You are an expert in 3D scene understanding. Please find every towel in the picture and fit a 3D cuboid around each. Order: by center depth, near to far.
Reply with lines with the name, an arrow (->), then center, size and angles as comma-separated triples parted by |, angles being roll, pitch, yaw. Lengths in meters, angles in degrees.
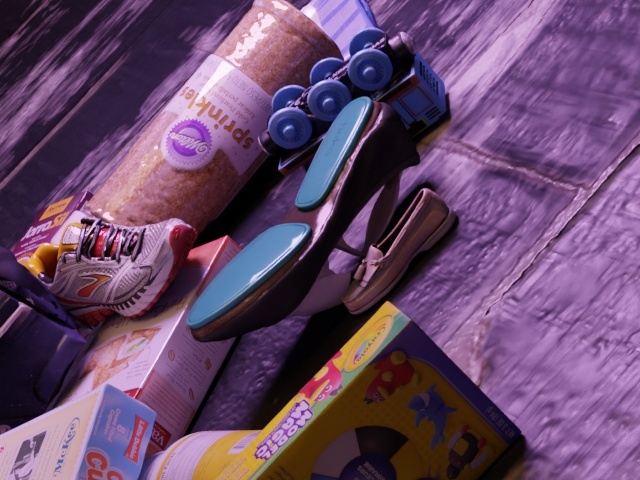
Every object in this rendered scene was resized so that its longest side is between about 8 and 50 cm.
towel -> -0.056, -0.178, 2.049 | 0.285, 0.034, 0.209 | -39, 24, 11

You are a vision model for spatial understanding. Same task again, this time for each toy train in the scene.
toy train -> 0.030, -0.123, 1.722 | 0.184, 0.105, 0.080 | -35, 21, 20

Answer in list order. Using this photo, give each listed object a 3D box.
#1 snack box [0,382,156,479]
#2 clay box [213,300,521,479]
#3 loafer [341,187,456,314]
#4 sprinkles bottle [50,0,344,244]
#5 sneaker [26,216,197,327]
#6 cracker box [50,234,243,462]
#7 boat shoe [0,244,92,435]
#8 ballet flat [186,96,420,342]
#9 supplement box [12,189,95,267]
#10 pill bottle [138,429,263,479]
snack box -> -0.239, 0.278, 1.371 | 0.187, 0.060, 0.322 | -26, 38, 42
clay box -> 0.017, 0.166, 1.231 | 0.222, 0.127, 0.053 | -47, 24, -3
loafer -> 0.060, 0.007, 1.536 | 0.125, 0.039, 0.045 | -45, 24, -1
sprinkles bottle -> -0.128, -0.092, 1.889 | 0.355, 0.121, 0.121 | -51, 24, -7
sneaker -> -0.204, 0.023, 1.707 | 0.225, 0.093, 0.088 | -22, 31, 45
cracker box -> -0.161, 0.114, 1.687 | 0.155, 0.067, 0.232 | -20, 33, 45
boat shoe -> -0.359, 0.169, 1.711 | 0.340, 0.158, 0.127 | -54, 6, 12
ballet flat -> 0.000, 0.000, 1.575 | 0.280, 0.096, 0.095 | -52, 23, -17
supplement box -> -0.306, 0.044, 2.025 | 0.104, 0.081, 0.188 | -19, 33, 46
pill bottle -> -0.066, 0.194, 1.350 | 0.184, 0.103, 0.103 | -10, 41, 54
